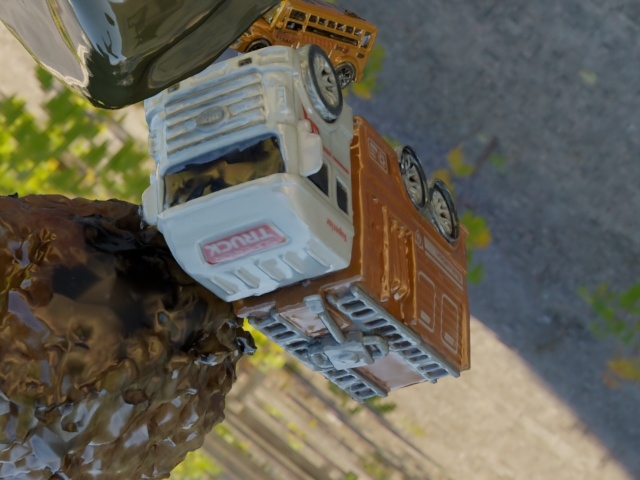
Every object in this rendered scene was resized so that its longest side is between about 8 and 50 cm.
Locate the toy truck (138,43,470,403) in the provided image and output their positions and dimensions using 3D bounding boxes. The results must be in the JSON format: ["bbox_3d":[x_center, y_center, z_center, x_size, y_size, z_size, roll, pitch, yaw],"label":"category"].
[{"bbox_3d":[0.000,0.000,1.294,0.173,0.207,0.387,-18,148,23],"label":"toy truck"}]

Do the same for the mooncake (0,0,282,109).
[{"bbox_3d":[-0.147,-0.270,0.804,0.378,0.201,0.378,49,168,15],"label":"mooncake"}]

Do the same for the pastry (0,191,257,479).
[{"bbox_3d":[-0.268,0.104,1.279,0.337,0.405,0.292,85,161,-67],"label":"pastry"}]

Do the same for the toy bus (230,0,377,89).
[{"bbox_3d":[-0.027,-0.189,1.287,0.162,0.074,0.069,9,-156,-45],"label":"toy bus"}]
